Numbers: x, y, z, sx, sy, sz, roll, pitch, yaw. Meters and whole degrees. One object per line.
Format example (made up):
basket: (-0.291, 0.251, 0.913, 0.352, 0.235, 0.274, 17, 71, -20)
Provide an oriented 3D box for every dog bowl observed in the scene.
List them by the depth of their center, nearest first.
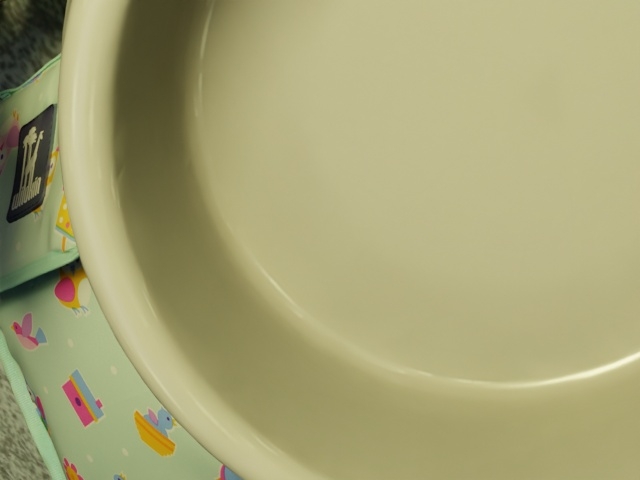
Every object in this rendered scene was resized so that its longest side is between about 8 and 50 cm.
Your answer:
dog bowl: (0.070, -0.041, 0.403, 0.348, 0.102, 0.349, 1, 108, 2)

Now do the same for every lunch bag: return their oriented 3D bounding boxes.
lunch bag: (-0.098, 0.012, 0.656, 0.223, 0.160, 0.262, -21, 95, 49)

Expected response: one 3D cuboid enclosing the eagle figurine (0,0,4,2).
eagle figurine: (-0.188, -0.122, 0.572, 0.298, 0.225, 0.226, 25, 122, 30)
